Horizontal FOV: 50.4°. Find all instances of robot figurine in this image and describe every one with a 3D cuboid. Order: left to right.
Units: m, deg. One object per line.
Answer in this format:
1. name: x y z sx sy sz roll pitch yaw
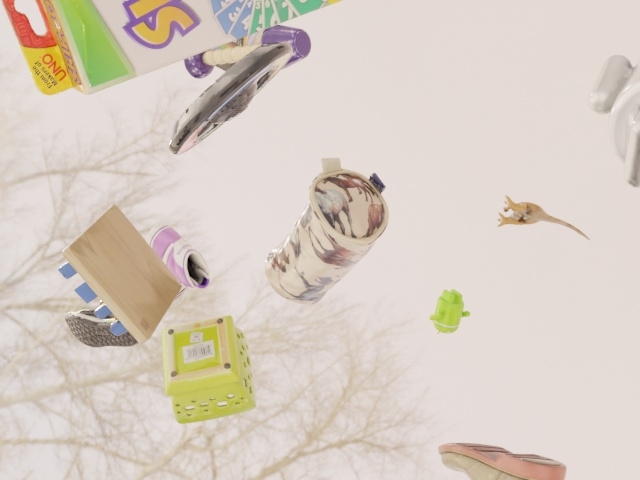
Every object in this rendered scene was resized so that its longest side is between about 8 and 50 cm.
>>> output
1. robot figurine: 0.318 0.180 1.690 0.067 0.101 0.115 36 -59 53
2. robot figurine: 0.551 -0.211 0.991 0.300 0.353 0.200 22 -37 28

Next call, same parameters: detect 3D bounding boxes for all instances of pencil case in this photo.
1. pencil case: 0.000 0.000 1.428 0.410 0.160 0.183 127 -42 -60

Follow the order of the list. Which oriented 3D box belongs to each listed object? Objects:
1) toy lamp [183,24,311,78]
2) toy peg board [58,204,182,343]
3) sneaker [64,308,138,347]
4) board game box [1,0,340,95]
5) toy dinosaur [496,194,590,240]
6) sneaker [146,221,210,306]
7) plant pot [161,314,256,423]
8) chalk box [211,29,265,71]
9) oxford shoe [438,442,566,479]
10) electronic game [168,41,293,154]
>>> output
1. toy lamp: -0.135 -0.340 1.230 0.275 0.080 0.080 3 -76 38
2. toy peg board: -0.296 0.058 0.962 0.079 0.160 0.161 -31 -73 18
3. sneaker: -0.468 0.186 1.537 0.235 0.097 0.084 4 -57 27
4. board game box: -0.091 -0.198 0.477 0.039 0.259 0.124 32 -38 47
5. toy dinosaur: 0.403 -0.050 1.289 0.211 0.112 0.064 -136 -131 -73
6. sneaker: -0.340 0.100 1.657 0.161 0.102 0.282 33 -33 21
7. plant pot: -0.308 0.338 1.835 0.207 0.228 0.227 81 -3 -55
8. chalk box: -0.188 -0.502 1.371 0.180 0.179 0.289 28 -20 0
9. oxford shoe: 0.330 0.467 1.318 0.348 0.123 0.130 156 -59 -70
10. electronic game: -0.128 -0.202 0.978 0.048 0.229 0.229 48 -40 -8
